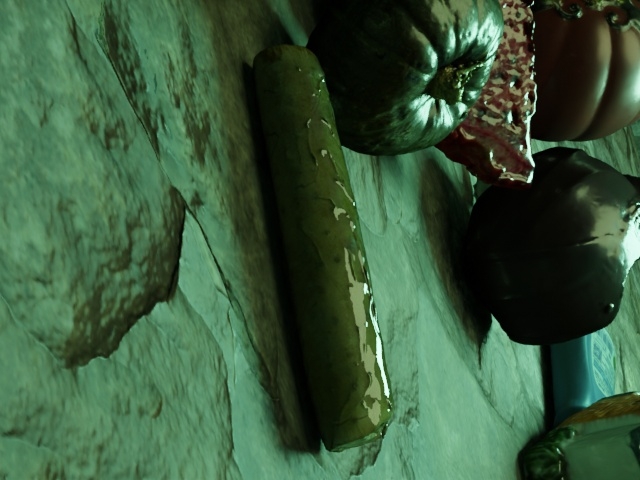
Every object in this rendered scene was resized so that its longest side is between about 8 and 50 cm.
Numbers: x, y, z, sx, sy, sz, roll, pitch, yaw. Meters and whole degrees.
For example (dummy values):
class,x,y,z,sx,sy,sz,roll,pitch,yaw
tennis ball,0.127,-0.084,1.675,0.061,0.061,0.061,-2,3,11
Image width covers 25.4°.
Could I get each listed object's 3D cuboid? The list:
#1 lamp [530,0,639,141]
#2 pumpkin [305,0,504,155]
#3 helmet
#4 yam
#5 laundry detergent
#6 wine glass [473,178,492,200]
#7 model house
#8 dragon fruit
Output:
class,x,y,z,sx,sy,sz,roll,pitch,yaw
lamp,0.307,-0.262,1.853,0.303,0.303,0.257,-84,-169,-48
pumpkin,0.085,-0.184,1.428,0.157,0.224,0.223,41,3,29
helmet,0.297,-0.021,1.860,0.177,0.225,0.305,43,57,-31
yam,0.000,0.000,1.262,0.083,0.083,0.372,27,49,-65
laundry detergent,0.392,0.246,2.127,0.290,0.094,0.143,-76,146,-51
wine glass,0.297,-0.036,2.073,0.183,0.122,0.122,45,33,-43
model house,0.455,0.297,1.855,0.271,0.301,0.190,-18,87,-51
dragon fruit,0.166,-0.203,1.644,0.302,0.240,0.330,-34,99,-54
